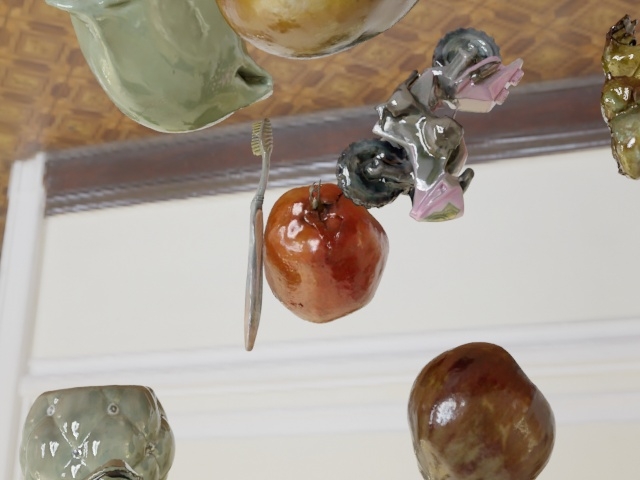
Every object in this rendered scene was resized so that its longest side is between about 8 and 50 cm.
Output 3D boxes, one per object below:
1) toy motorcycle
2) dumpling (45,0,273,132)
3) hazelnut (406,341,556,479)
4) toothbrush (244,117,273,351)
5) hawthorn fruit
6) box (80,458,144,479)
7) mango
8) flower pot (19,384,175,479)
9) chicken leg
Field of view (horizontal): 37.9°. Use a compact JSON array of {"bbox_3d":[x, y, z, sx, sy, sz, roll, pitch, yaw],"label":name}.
[{"bbox_3d":[0.176,-0.152,1.321,0.188,0.327,0.143,37,165,11],"label":"toy motorcycle"},{"bbox_3d":[-0.209,-0.280,1.282,0.212,0.270,0.320,-20,130,10],"label":"dumpling"},{"bbox_3d":[0.212,0.266,1.322,0.218,0.218,0.234,-20,111,44],"label":"hazelnut"},{"bbox_3d":[-0.100,-0.014,1.458,0.037,0.375,0.028,-9,162,36],"label":"toothbrush"},{"bbox_3d":[0.000,0.000,1.483,0.211,0.211,0.299,-3,147,9],"label":"hawthorn fruit"},{"bbox_3d":[-0.247,0.379,0.930,0.290,0.220,0.166,-39,-168,-7],"label":"box"},{"bbox_3d":[0.013,-0.244,0.812,0.193,0.146,0.316,-14,-166,17],"label":"mango"},{"bbox_3d":[-0.352,0.333,1.474,0.246,0.195,0.246,-3,166,-1],"label":"flower pot"},{"bbox_3d":[0.366,-0.155,0.972,0.361,0.211,0.140,5,134,-52],"label":"chicken leg"}]
